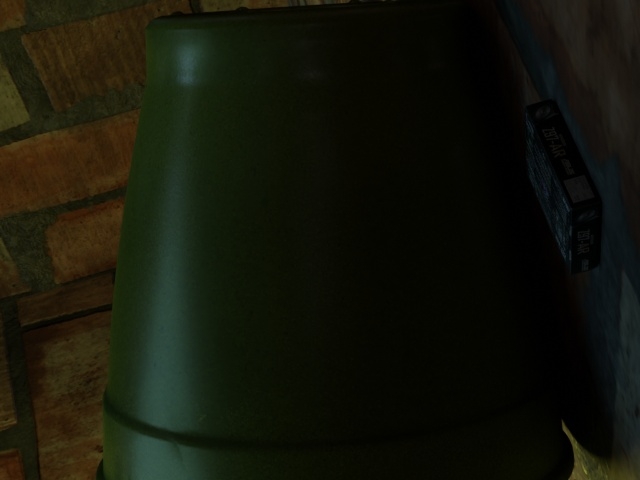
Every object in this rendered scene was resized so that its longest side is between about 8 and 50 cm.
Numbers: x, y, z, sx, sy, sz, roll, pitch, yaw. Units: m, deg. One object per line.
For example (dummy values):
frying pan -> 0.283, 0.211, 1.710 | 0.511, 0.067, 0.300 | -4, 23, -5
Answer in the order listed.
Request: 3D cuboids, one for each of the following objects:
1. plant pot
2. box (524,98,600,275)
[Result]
plant pot -> 0.000, 0.000, 1.055 | 0.366, 0.366, 0.353 | -114, 20, -78
box -> 0.143, -0.032, 0.837 | 0.067, 0.018, 0.083 | 76, 177, -53
